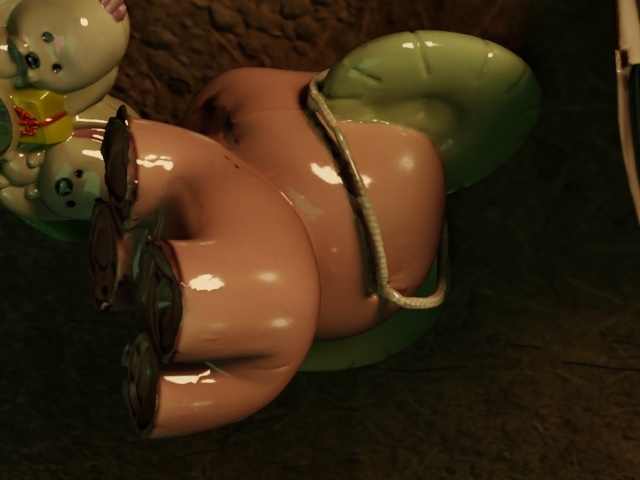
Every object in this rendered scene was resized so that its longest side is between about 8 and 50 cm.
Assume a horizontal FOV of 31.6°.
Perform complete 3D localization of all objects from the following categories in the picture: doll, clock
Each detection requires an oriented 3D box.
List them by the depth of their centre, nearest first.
[{"bbox_3d":[0.000,0.000,0.702,0.268,0.216,0.284,-3,135,-25],"label":"doll"},{"bbox_3d":[-0.180,-0.095,0.734,0.144,0.103,0.231,6,127,16],"label":"clock"}]

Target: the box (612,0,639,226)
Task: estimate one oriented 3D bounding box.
[{"bbox_3d":[0.211,-0.090,0.618,0.099,0.182,0.133,-6,129,15],"label":"box"}]
